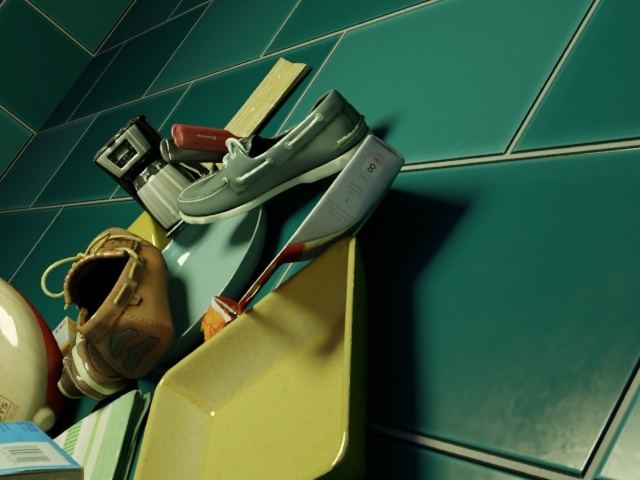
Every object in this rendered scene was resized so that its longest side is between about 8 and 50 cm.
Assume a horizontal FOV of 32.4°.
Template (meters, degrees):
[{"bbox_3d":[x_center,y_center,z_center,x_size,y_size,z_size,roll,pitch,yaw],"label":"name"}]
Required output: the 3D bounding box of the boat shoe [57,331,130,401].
[{"bbox_3d":[-0.340,0.198,1.629,0.095,0.095,0.257,-53,12,2],"label":"boat shoe"}]

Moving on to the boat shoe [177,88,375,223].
[{"bbox_3d":[-0.081,-0.117,1.531,0.319,0.099,0.116,-20,27,27],"label":"boat shoe"}]

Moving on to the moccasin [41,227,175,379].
[{"bbox_3d":[-0.305,0.065,1.573,0.139,0.147,0.380,-46,24,11],"label":"moccasin"}]

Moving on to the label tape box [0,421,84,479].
[{"bbox_3d":[-0.353,0.403,1.259,0.249,0.115,0.347,6,97,62],"label":"label tape box"}]

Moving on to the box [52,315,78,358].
[{"bbox_3d":[-0.457,0.188,1.926,0.081,0.028,0.136,-48,21,6],"label":"box"}]

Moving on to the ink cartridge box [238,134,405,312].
[{"bbox_3d":[0.000,0.000,1.252,0.232,0.066,0.189,-56,-2,-7],"label":"ink cartridge box"}]

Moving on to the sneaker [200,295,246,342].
[{"bbox_3d":[-0.110,0.126,1.372,0.175,0.064,0.067,-130,61,-71],"label":"sneaker"}]

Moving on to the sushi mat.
[{"bbox_3d":[-0.143,-0.192,1.935,0.316,0.019,0.151,-51,24,0],"label":"sushi mat"}]

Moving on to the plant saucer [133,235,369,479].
[{"bbox_3d":[-0.061,0.196,1.134,0.333,0.081,0.333,-37,26,26],"label":"plant saucer"}]

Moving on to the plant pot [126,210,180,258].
[{"bbox_3d":[-0.270,0.017,1.781,0.081,0.081,0.083,-45,34,11],"label":"plant pot"}]

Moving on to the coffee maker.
[{"bbox_3d":[-0.268,-0.101,1.761,0.120,0.178,0.171,-45,7,-16],"label":"coffee maker"}]

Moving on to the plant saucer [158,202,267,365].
[{"bbox_3d":[-0.180,0.059,1.599,0.317,0.044,0.317,-39,26,24],"label":"plant saucer"}]

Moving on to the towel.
[{"bbox_3d":[-0.363,0.354,1.499,0.325,0.038,0.248,-33,30,32],"label":"towel"}]

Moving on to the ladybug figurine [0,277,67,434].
[{"bbox_3d":[-0.551,0.197,1.770,0.449,0.162,0.305,30,100,36],"label":"ladybug figurine"}]

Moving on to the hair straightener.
[{"bbox_3d":[-0.133,-0.130,1.617,0.089,0.230,0.047,-40,63,45],"label":"hair straightener"}]
